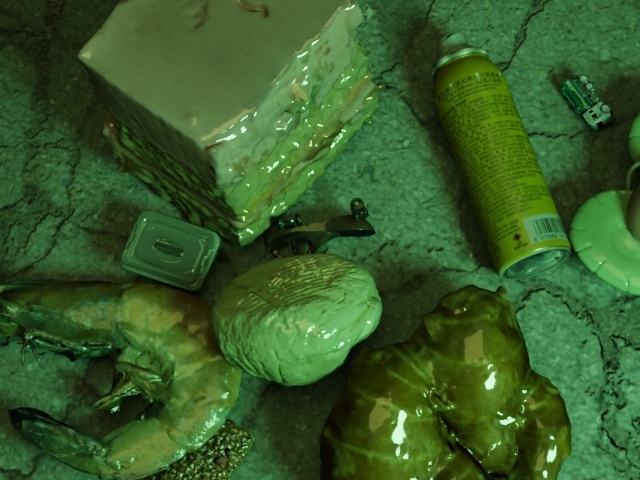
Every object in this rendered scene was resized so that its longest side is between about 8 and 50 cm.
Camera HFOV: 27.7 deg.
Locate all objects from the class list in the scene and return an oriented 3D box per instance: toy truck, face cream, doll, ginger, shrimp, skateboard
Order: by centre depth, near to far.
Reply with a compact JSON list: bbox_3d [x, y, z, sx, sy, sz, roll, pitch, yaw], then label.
[{"bbox_3d":[0.143,0.240,1.609,0.357,0.152,0.274,-36,90,-7],"label":"ginger"},{"bbox_3d":[0.478,-0.047,1.641,0.268,0.216,0.284,28,77,21],"label":"doll"},{"bbox_3d":[-0.324,0.170,1.703,0.445,0.085,0.272,10,66,8],"label":"shrimp"},{"bbox_3d":[0.230,-0.124,1.749,0.105,0.105,0.349,-18,70,-1],"label":"face cream"},{"bbox_3d":[0.000,0.000,1.757,0.151,0.067,0.080,-14,79,6],"label":"skateboard"},{"bbox_3d":[0.370,-0.191,1.796,0.044,0.039,0.083,-35,68,10],"label":"toy truck"}]

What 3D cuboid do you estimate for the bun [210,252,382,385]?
[{"bbox_3d":[-0.023,0.106,1.649,0.220,0.220,0.134,-12,111,1],"label":"bun"}]

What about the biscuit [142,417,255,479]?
[{"bbox_3d":[-0.193,0.319,1.672,0.131,0.025,0.231,27,75,15],"label":"biscuit"}]

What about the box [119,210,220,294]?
[{"bbox_3d":[-0.201,0.021,1.762,0.122,0.062,0.089,18,73,11],"label":"box"}]

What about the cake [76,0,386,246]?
[{"bbox_3d":[-0.119,-0.201,1.705,0.293,0.307,0.314,33,76,17],"label":"cake"}]
